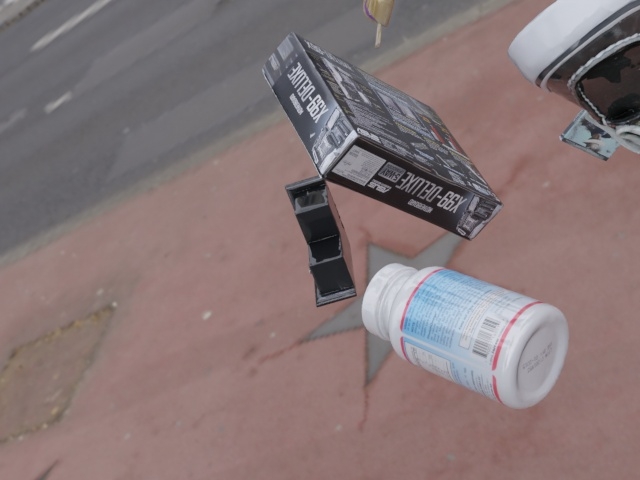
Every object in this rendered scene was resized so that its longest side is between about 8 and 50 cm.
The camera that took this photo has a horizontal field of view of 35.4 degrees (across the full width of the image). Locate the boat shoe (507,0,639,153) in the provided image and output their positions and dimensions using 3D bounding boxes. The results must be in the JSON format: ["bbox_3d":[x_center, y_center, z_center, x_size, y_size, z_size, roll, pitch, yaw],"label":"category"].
[{"bbox_3d":[0.236,-0.112,0.695,0.113,0.105,0.306,-37,-17,28],"label":"boat shoe"}]

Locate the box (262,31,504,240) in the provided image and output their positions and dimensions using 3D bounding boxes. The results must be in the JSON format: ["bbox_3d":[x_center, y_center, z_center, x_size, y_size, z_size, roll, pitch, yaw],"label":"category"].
[{"bbox_3d":[0.087,-0.143,1.397,0.076,0.307,0.242,-49,45,22],"label":"box"}]

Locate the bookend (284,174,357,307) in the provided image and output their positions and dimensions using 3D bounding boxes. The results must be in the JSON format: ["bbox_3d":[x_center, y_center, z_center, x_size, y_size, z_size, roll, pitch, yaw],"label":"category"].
[{"bbox_3d":[0.000,0.000,1.691,0.072,0.156,0.157,-17,35,8],"label":"bookend"}]

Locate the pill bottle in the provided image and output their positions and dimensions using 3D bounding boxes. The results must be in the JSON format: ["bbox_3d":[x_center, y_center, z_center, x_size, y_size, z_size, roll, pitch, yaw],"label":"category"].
[{"bbox_3d":[0.114,0.072,0.824,0.160,0.087,0.087,21,63,41],"label":"pill bottle"}]

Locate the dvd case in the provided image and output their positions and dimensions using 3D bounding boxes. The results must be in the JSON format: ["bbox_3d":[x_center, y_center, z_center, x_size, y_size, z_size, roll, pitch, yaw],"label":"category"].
[{"bbox_3d":[0.414,-0.174,1.442,0.119,0.087,0.013,-54,25,35],"label":"dvd case"}]

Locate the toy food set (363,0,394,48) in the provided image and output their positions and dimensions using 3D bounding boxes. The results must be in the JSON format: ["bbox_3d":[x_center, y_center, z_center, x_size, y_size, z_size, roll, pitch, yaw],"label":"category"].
[{"bbox_3d":[0.048,-0.197,0.708,0.122,0.019,0.078,110,169,-57],"label":"toy food set"}]
